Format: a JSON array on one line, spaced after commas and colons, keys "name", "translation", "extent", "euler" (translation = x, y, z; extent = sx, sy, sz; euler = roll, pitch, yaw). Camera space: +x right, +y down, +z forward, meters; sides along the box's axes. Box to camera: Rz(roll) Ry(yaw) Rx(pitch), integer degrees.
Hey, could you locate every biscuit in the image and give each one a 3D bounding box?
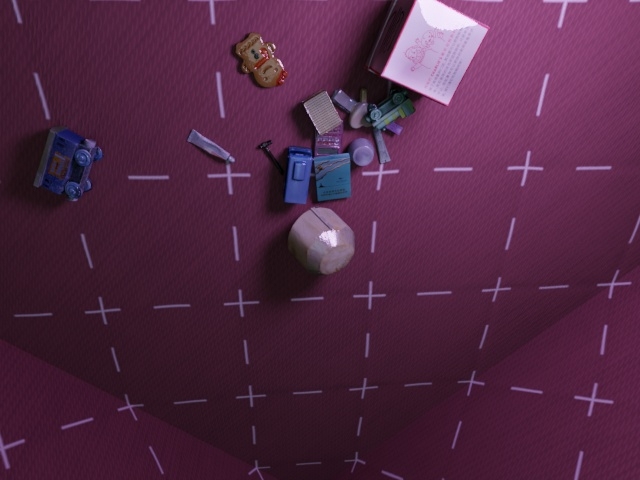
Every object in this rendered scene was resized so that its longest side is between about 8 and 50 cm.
[{"name": "biscuit", "translation": [-0.233, -0.710, 1.744], "extent": [0.166, 0.036, 0.226], "euler": [-33, 118, 10]}]

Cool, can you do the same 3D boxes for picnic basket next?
[{"name": "picnic basket", "translation": [0.007, -0.534, 1.825], "extent": [0.115, 0.079, 0.164], "euler": [-29, 108, 4]}]

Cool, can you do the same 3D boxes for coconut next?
[{"name": "coconut", "translation": [0.000, 0.000, 2.031], "extent": [0.322, 0.323, 0.323], "euler": [-3, 119, -5]}]

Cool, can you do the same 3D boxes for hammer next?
[{"name": "hammer", "translation": [-0.205, -0.364, 1.946], "extent": [0.065, 0.021, 0.178], "euler": [-28, 119, 8]}]

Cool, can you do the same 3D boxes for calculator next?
[{"name": "calculator", "translation": [0.035, -0.445, 1.924], "extent": [0.126, 0.034, 0.191], "euler": [2, 113, -6]}]

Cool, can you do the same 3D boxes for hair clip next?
[{"name": "hair clip", "translation": [0.152, -0.570, 1.853], "extent": [0.218, 0.071, 0.159], "euler": [30, 109, -25]}]

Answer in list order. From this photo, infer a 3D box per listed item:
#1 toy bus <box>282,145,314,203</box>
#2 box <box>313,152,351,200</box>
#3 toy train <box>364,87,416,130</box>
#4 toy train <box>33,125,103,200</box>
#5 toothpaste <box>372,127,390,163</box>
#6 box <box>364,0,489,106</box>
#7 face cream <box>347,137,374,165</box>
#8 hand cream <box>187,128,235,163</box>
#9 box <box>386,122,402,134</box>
[{"name": "toy bus", "translation": [-0.102, -0.289, 1.935], "extent": [0.116, 0.134, 0.234], "euler": [5, 118, -8]}, {"name": "box", "translation": [0.056, -0.284, 1.976], "extent": [0.161, 0.042, 0.229], "euler": [-9, 136, -2]}, {"name": "toy train", "translation": [0.287, -0.540, 1.817], "extent": [0.200, 0.083, 0.132], "euler": [-32, 125, 16]}, {"name": "toy train", "translation": [-1.052, -0.317, 1.822], "extent": [0.201, 0.131, 0.300], "euler": [27, 112, -12]}, {"name": "toothpaste", "translation": [0.269, -0.438, 1.956], "extent": [0.048, 0.029, 0.197], "euler": [-18, 122, 7]}, {"name": "box", "translation": [0.387, -0.729, 1.651], "extent": [0.312, 0.300, 0.315], "euler": [18, 115, -16]}, {"name": "face cream", "translation": [0.181, -0.390, 1.927], "extent": [0.117, 0.104, 0.117], "euler": [-2, 119, -3]}, {"name": "hand cream", "translation": [-0.470, -0.399, 1.893], "extent": [0.216, 0.038, 0.052], "euler": [31, 87, -15]}, {"name": "box", "translation": [0.300, -0.508, 1.907], "extent": [0.117, 0.051, 0.036], "euler": [23, 113, -20]}]
